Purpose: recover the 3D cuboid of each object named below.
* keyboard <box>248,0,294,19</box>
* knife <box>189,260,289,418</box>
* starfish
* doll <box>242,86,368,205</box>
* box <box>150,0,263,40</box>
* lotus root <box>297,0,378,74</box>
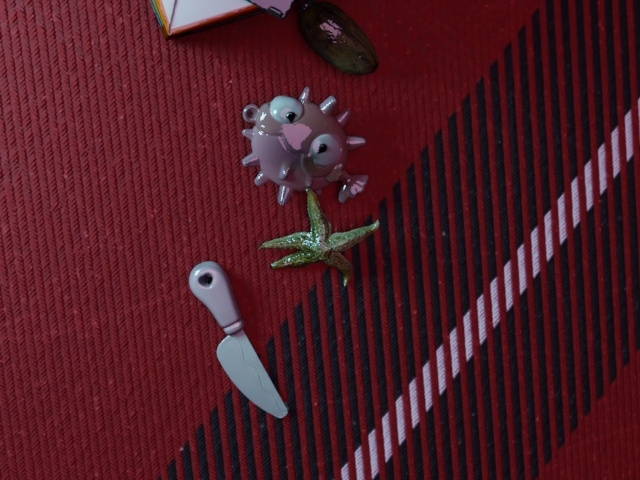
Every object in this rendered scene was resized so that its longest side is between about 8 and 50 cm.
[{"bbox_3d":[-0.171,-0.449,1.476,0.317,0.027,0.106,27,97,-13],"label":"keyboard"},{"bbox_3d":[-0.154,0.194,1.810,0.081,0.043,0.335,-24,103,-1],"label":"knife"},{"bbox_3d":[0.000,0.001,1.789,0.224,0.050,0.216,-19,113,2],"label":"starfish"},{"bbox_3d":[-0.027,-0.162,1.758,0.262,0.093,0.211,42,97,-18],"label":"doll"},{"bbox_3d":[-0.140,-0.527,1.612,0.349,0.257,0.318,-20,101,-7],"label":"box"},{"bbox_3d":[0.028,-0.356,1.752,0.179,0.089,0.080,42,130,-16],"label":"lotus root"}]
